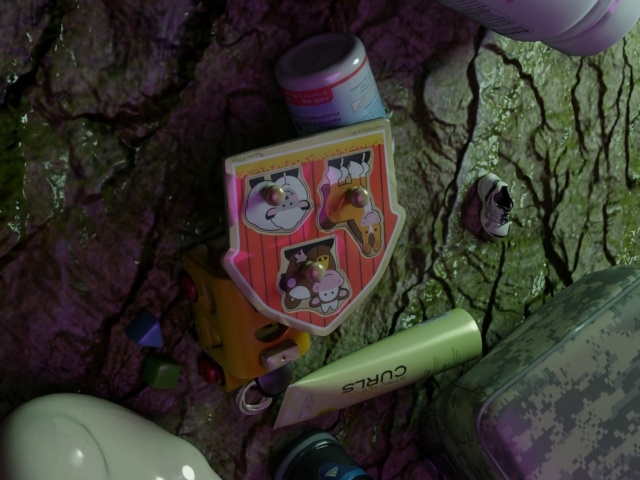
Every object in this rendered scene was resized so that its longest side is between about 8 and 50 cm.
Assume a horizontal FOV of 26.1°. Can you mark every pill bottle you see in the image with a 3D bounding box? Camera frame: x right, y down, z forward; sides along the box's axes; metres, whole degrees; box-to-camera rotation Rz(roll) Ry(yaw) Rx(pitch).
[{"bbox_3d":[0.173,-0.281,1.290,0.283,0.160,0.160,18,100,-39],"label":"pill bottle"},{"bbox_3d":[0.020,-0.110,1.310,0.087,0.087,0.160,-33,125,-18],"label":"pill bottle"}]

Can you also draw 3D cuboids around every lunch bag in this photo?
[{"bbox_3d":[0.270,0.172,1.515,0.305,0.256,0.213,-37,101,-14],"label":"lunch bag"}]

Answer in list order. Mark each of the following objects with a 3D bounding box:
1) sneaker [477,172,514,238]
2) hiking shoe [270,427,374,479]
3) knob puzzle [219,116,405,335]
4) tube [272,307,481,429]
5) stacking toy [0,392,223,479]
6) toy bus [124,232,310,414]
[{"bbox_3d":[0.193,-0.032,1.498,0.032,0.037,0.083,-34,128,-19],"label":"sneaker"},{"bbox_3d":[0.044,0.345,1.508,0.113,0.132,0.304,-40,128,-13],"label":"hiking shoe"},{"bbox_3d":[0.000,0.000,1.261,0.213,0.030,0.213,-10,111,-28],"label":"knob puzzle"},{"bbox_3d":[0.060,0.139,1.472,0.240,0.062,0.070,-18,109,-26],"label":"tube"},{"bbox_3d":[-0.280,0.406,1.255,0.480,0.351,0.350,-45,131,13],"label":"stacking toy"},{"bbox_3d":[-0.062,0.087,1.333,0.202,0.104,0.191,26,95,-39],"label":"toy bus"}]
